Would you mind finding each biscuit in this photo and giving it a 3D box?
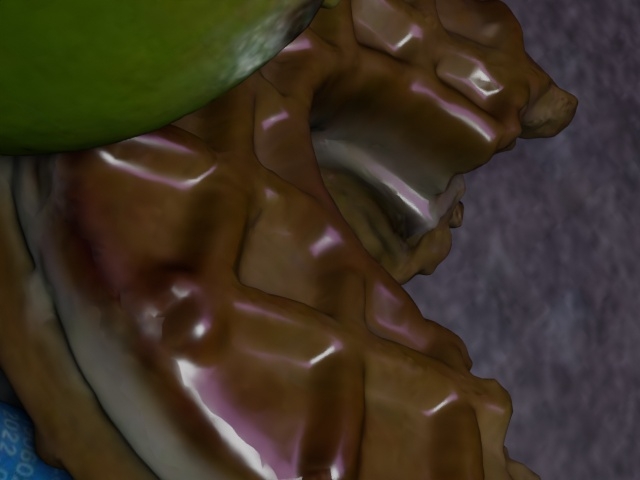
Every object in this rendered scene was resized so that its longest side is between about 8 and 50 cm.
[{"bbox_3d":[-0.014,-0.014,0.706,0.268,0.115,0.366,30,38,-23],"label":"biscuit"}]

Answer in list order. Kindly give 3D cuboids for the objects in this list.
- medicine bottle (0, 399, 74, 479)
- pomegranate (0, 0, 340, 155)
[{"bbox_3d":[-0.085,0.101,0.661,0.191,0.051,0.051,26,53,-28],"label":"medicine bottle"},{"bbox_3d":[-0.151,-0.155,0.567,0.358,0.310,0.216,-48,140,-13],"label":"pomegranate"}]
